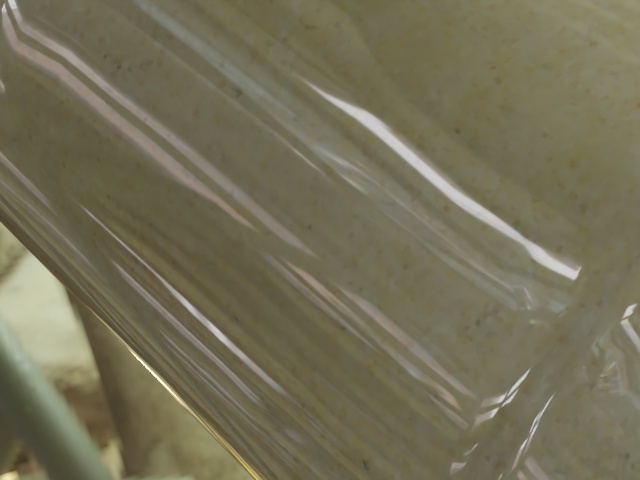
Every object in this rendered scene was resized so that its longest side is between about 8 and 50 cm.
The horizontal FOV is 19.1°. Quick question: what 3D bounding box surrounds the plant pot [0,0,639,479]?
[{"bbox_3d":[0.045,-0.021,0.722,0.334,0.305,0.334,-49,-14,-17],"label":"plant pot"}]
